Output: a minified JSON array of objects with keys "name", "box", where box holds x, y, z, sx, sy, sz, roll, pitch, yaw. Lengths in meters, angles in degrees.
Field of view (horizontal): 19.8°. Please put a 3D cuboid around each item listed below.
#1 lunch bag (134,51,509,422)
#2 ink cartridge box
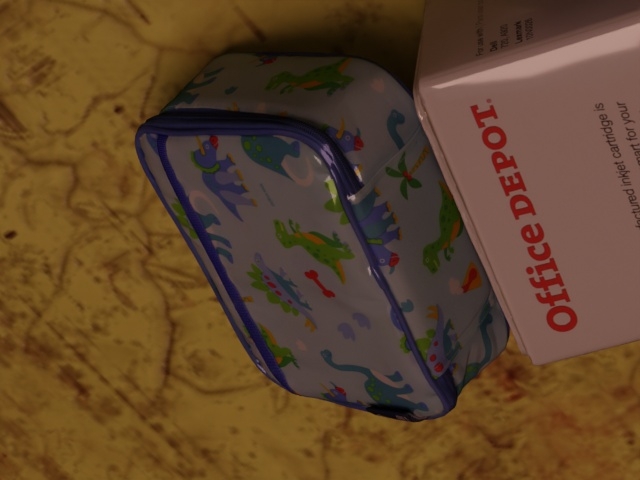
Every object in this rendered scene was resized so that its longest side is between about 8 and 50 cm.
[{"name":"lunch bag","box":[0.000,0.000,1.051,0.176,0.090,0.219,9,135,44]},{"name":"ink cartridge box","box":[0.213,-0.070,0.997,0.278,0.117,0.201,-16,122,16]}]
